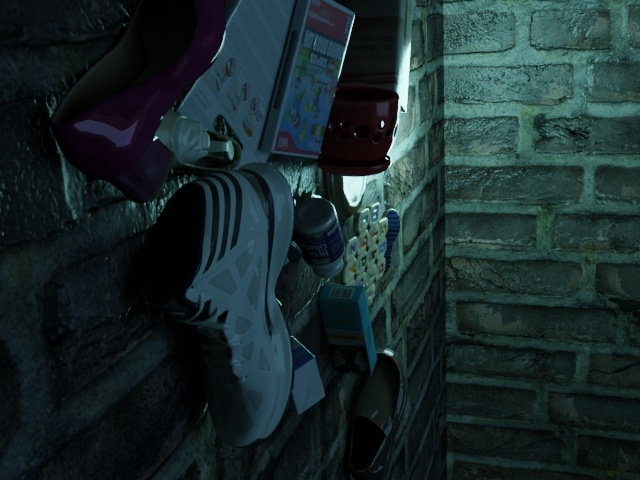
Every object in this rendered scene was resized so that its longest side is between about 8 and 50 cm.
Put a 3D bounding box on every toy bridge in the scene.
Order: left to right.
[{"bbox_3d":[-0.007,-0.058,1.850,0.188,0.026,0.063,63,32,-57],"label":"toy bridge"}]

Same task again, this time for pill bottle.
[{"bbox_3d":[0.000,0.000,1.766,0.169,0.094,0.094,73,26,-46],"label":"pill bottle"}]

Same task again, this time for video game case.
[{"bbox_3d":[-0.018,-0.293,1.524,0.204,0.025,0.285,-5,112,-66],"label":"video game case"}]

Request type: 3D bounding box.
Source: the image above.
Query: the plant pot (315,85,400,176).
[{"bbox_3d":[0.077,-0.235,1.825,0.191,0.191,0.174,-46,138,-64],"label":"plant pot"}]

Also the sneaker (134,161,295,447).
[{"bbox_3d":[-0.171,0.117,1.226,0.257,0.169,0.448,-15,111,-54],"label":"sneaker"}]

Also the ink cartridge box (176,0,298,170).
[{"bbox_3d":[-0.123,-0.308,1.419,0.385,0.091,0.308,-64,157,-15],"label":"ink cartridge box"}]

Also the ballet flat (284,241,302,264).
[{"bbox_3d":[-0.087,0.007,1.557,0.203,0.074,0.074,66,31,-66],"label":"ballet flat"}]

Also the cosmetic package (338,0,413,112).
[{"bbox_3d":[0.134,-0.466,2.040,0.129,0.153,0.296,18,74,-70],"label":"cosmetic package"}]

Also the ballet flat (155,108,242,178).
[{"bbox_3d":[-0.181,-0.139,1.201,0.248,0.086,0.086,10,83,-72],"label":"ballet flat"}]

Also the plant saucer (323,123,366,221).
[{"bbox_3d":[0.066,-0.182,2.043,0.278,0.041,0.278,2,90,-72],"label":"plant saucer"}]

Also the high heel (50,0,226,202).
[{"bbox_3d":[-0.213,-0.244,1.021,0.181,0.127,0.377,51,42,-62],"label":"high heel"}]

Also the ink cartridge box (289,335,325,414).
[{"bbox_3d":[-0.075,0.196,1.418,0.060,0.180,0.104,-33,135,-21],"label":"ink cartridge box"}]

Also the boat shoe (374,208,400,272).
[{"bbox_3d":[0.170,-0.004,2.345,0.066,0.066,0.183,34,-66,60],"label":"boat shoe"}]

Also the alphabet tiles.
[{"bbox_3d":[0.113,0.049,2.194,0.278,0.021,0.284,-31,127,-59],"label":"alphabet tiles"}]

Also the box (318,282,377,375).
[{"bbox_3d":[0.066,0.213,1.994,0.060,0.100,0.244,-65,152,-47],"label":"box"}]

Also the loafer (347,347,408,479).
[{"bbox_3d":[0.149,0.462,2.230,0.130,0.133,0.366,48,47,-66],"label":"loafer"}]
